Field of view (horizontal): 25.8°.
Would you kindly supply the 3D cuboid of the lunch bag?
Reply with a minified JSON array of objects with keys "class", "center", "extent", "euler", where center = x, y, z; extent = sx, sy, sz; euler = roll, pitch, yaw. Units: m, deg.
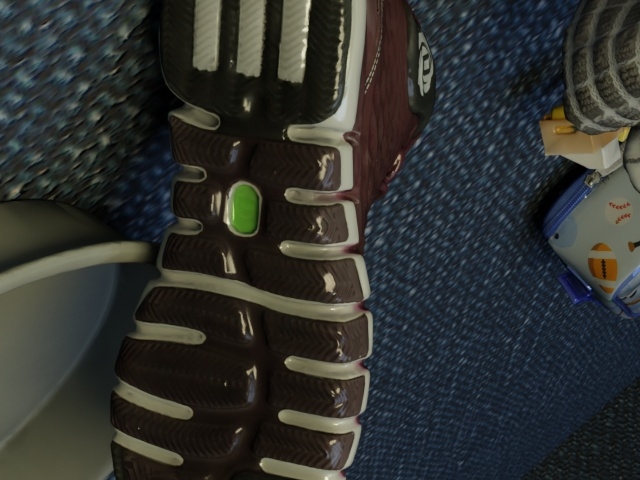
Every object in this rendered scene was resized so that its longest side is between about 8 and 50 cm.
[{"class":"lunch bag","center":[0.302,-0.037,1.210],"extent":[0.243,0.115,0.303],"euler":[-43,162,7]}]

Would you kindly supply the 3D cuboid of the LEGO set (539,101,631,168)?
[{"class":"LEGO set","center":[0.261,-0.131,0.946],"extent":[0.287,0.132,0.107],"euler":[-6,127,-24]}]

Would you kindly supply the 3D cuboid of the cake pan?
[{"class":"cake pan","center":[-0.179,0.090,0.619],"extent":[0.293,0.054,0.293],"euler":[-37,160,-16]}]

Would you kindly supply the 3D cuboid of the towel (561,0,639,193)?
[{"class":"towel","center":[0.255,-0.161,0.633],"extent":[0.283,0.121,0.235],"euler":[-54,-165,-26]}]

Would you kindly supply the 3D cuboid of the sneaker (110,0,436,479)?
[{"class":"sneaker","center":[0.000,0.000,0.597],"extent":[0.162,0.106,0.281],"euler":[-26,129,-64]}]
